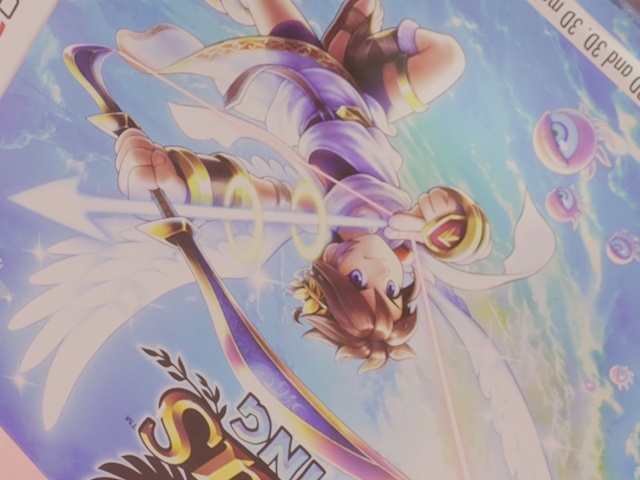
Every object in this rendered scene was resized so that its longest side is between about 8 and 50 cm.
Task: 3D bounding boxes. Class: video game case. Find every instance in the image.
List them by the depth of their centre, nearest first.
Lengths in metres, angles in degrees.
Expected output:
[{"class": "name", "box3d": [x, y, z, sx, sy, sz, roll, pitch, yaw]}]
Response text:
[{"class": "video game case", "box3d": [0.000, 0.000, 0.452, 0.269, 0.244, 0.061, 46, 33, 12]}]
